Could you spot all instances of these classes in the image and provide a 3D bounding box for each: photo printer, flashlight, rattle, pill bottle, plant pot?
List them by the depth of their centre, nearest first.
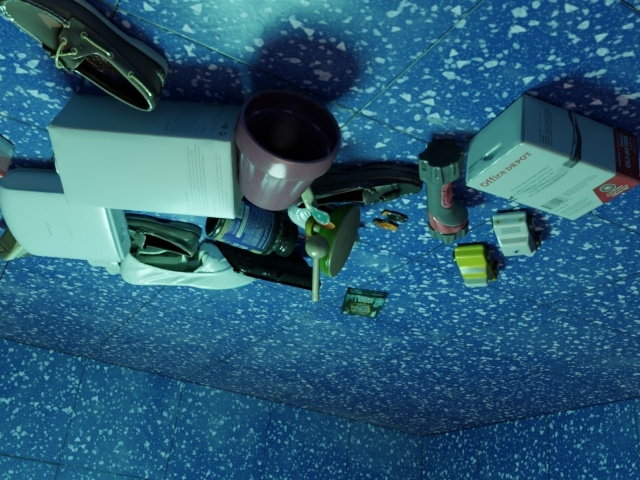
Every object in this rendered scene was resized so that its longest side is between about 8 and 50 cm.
[{"bbox_3d":[-0.078,-0.163,1.415,0.201,0.201,0.180,12,139,-11],"label":"plant pot"},{"bbox_3d":[-0.070,-0.097,1.573,0.142,0.200,0.130,-20,-176,-15],"label":"rattle"},{"bbox_3d":[0.284,-0.107,1.615,0.103,0.103,0.304,30,158,23],"label":"flashlight"},{"bbox_3d":[-0.172,-0.034,1.847,0.219,0.123,0.123,20,152,-24],"label":"pill bottle"},{"bbox_3d":[-0.665,-0.066,1.862,0.307,0.107,0.256,5,135,5],"label":"photo printer"}]

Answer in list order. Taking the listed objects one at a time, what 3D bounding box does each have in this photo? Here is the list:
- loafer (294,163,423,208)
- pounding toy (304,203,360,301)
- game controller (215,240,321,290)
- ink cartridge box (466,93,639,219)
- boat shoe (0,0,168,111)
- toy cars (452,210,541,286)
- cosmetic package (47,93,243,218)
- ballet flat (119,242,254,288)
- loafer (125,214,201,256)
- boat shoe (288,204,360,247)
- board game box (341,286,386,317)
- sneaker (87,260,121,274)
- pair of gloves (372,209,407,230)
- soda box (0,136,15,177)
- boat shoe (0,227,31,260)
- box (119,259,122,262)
[{"bbox_3d":[0.084,-0.110,1.651,0.302,0.095,0.109,2,155,11],"label":"loafer"},{"bbox_3d":[0.000,0.000,1.708,0.110,0.237,0.183,20,130,16],"label":"pounding toy"},{"bbox_3d":[-0.138,0.062,1.980,0.319,0.067,0.166,17,-166,-44],"label":"game controller"},{"bbox_3d":[0.454,-0.158,1.435,0.272,0.114,0.197,15,154,-18],"label":"ink cartridge box"},{"bbox_3d":[-0.422,-0.344,1.292,0.116,0.097,0.324,-17,145,41],"label":"boat shoe"},{"bbox_3d":[0.457,0.044,1.888,0.176,0.087,0.394,12,154,-12],"label":"toy cars"},{"bbox_3d":[-0.343,-0.175,1.491,0.365,0.155,0.197,7,129,4],"label":"cosmetic package"},{"bbox_3d":[-0.379,0.065,2.100,0.400,0.139,0.139,2,156,-9],"label":"ballet flat"},{"bbox_3d":[-0.470,-0.011,2.016,0.267,0.084,0.096,6,154,2],"label":"loafer"},{"bbox_3d":[0.025,-0.043,1.827,0.227,0.079,0.081,28,152,-31],"label":"boat shoe"},{"bbox_3d":[0.140,0.207,2.381,0.126,0.026,0.186,8,154,-2],"label":"board game box"},{"bbox_3d":[-0.669,0.060,2.265,0.061,0.054,0.152,-16,153,23],"label":"sneaker"},{"bbox_3d":[0.177,-0.052,1.850,0.074,0.010,0.083,17,150,-17],"label":"pair of gloves"},{"bbox_3d":[-0.819,-0.238,1.621,0.083,0.092,0.263,-4,153,24],"label":"soda box"},{"bbox_3d":[-0.823,-0.024,2.077,0.285,0.103,0.092,-32,164,34],"label":"boat shoe"},{"bbox_3d":[-0.557,0.038,2.192,0.179,0.043,0.105,6,155,-1],"label":"box"}]
